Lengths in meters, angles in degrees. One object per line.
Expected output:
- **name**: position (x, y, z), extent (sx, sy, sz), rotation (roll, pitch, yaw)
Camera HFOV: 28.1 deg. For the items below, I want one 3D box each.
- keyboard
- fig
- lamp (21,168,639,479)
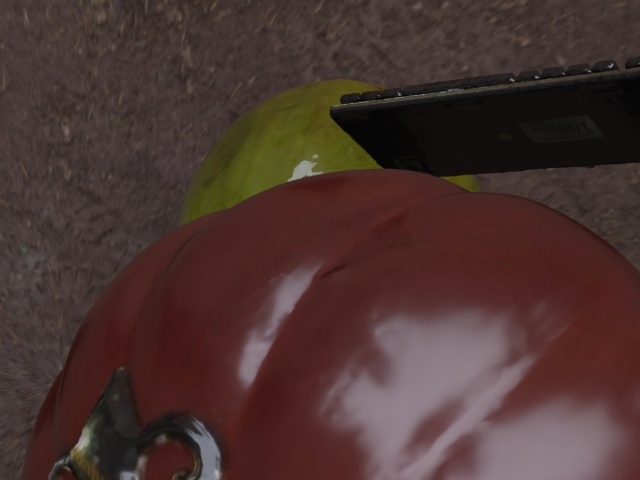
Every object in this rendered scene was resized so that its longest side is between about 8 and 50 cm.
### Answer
- **keyboard**: position (0.157, -0.078, 0.812), extent (0.106, 0.317, 0.027), rotation (39, 59, -44)
- **fig**: position (0.000, 0.009, 1.316), extent (0.343, 0.343, 0.343), rotation (1, 83, -11)
- **lamp**: position (0.024, 0.124, 0.469), extent (0.257, 0.303, 0.303), rotation (-21, 87, -50)
